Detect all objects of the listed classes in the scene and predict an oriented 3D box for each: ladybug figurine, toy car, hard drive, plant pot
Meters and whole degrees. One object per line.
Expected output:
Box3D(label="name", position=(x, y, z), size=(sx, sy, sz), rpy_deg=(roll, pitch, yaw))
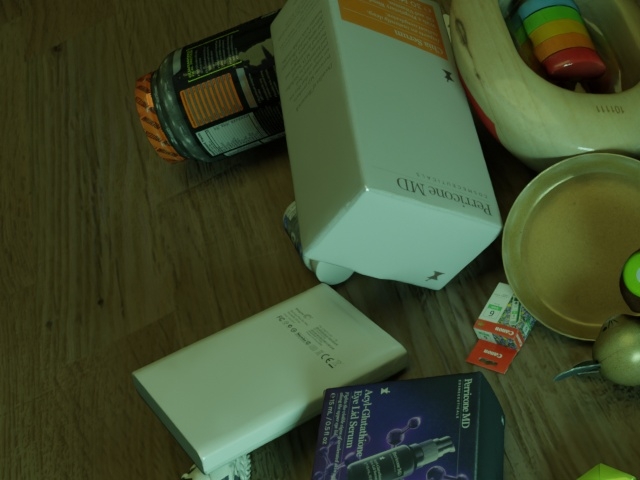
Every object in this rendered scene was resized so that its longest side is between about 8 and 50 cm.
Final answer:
Box3D(label="ladybug figurine", position=(0.331, -0.252, 1.484), size=(0.304, 0.162, 0.450), rpy_deg=(-1, 52, -9))
Box3D(label="toy car", position=(0.355, 0.106, 1.189), size=(0.188, 0.155, 0.149), rpy_deg=(-37, 72, 26))
Box3D(label="hard drive", position=(-0.067, 0.172, 1.366), size=(0.307, 0.040, 0.203), rpy_deg=(-25, 37, -24))
Box3D(label="plant pot", position=(0.348, 0.009, 1.295), size=(0.236, 0.032, 0.237), rpy_deg=(-3, 80, 19))

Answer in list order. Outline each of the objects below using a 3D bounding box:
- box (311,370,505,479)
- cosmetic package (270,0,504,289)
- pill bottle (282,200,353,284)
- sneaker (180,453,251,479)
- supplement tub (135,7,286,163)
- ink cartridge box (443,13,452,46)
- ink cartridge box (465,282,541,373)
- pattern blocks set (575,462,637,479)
Box3D(label="box", position=(0.106, 0.254, 1.217), size=(0.207, 0.108, 0.153), rpy_deg=(-11, 45, 22))
Box3D(label="cosmetic package", position=(0.081, -0.173, 1.467), size=(0.161, 0.230, 0.453), rpy_deg=(-47, 40, 41))
Box3D(label="pill bottle", position=(0.000, 0.000, 1.541), size=(0.078, 0.078, 0.137), rpy_deg=(-31, 41, 0))
Box3D(label="sneaker", position=(-0.172, 0.325, 1.319), size=(0.153, 0.094, 0.235), rpy_deg=(-12, 55, 8))
Box3D(label="supplement tub", position=(-0.132, -0.261, 1.769), size=(0.337, 0.207, 0.207), rpy_deg=(-17, 44, 14))
Box3D(label="ink cartridge box", position=(0.182, -0.289, 1.721), size=(0.181, 0.062, 0.104), rpy_deg=(-41, 44, -10))
Box3D(label="ink cartridge box", position=(0.235, 0.112, 1.334), size=(0.062, 0.029, 0.115), rpy_deg=(15, 59, 38))
Box3D(label="pattern blocks set", position=(0.337, 0.337, 1.027), size=(0.325, 0.026, 0.285), rpy_deg=(-42, 39, 0))
